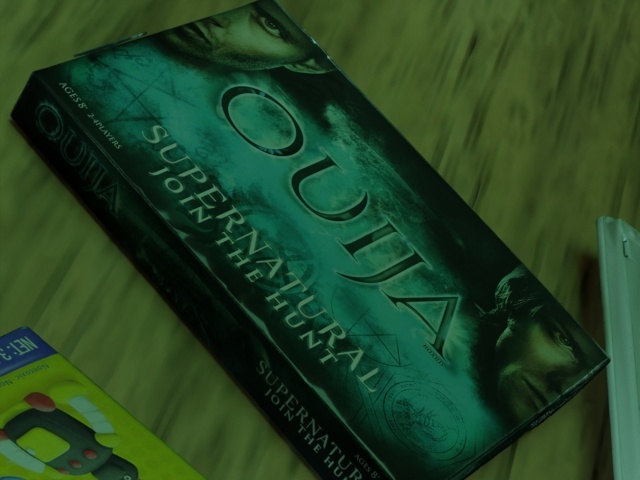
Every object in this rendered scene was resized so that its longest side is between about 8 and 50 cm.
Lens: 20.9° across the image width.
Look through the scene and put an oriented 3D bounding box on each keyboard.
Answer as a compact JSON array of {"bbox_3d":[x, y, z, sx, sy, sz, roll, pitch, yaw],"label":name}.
[{"bbox_3d":[0.126,0.095,0.591,0.072,0.014,0.256,38,36,-27],"label":"keyboard"}]

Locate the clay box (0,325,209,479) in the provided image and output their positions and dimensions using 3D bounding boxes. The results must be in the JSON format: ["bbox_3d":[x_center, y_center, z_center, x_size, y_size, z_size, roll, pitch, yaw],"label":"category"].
[{"bbox_3d":[-0.040,0.119,0.384,0.222,0.053,0.127,36,37,23],"label":"clay box"}]

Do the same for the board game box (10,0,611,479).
[{"bbox_3d":[0.000,0.000,0.588,0.186,0.026,0.126,48,41,13],"label":"board game box"}]
